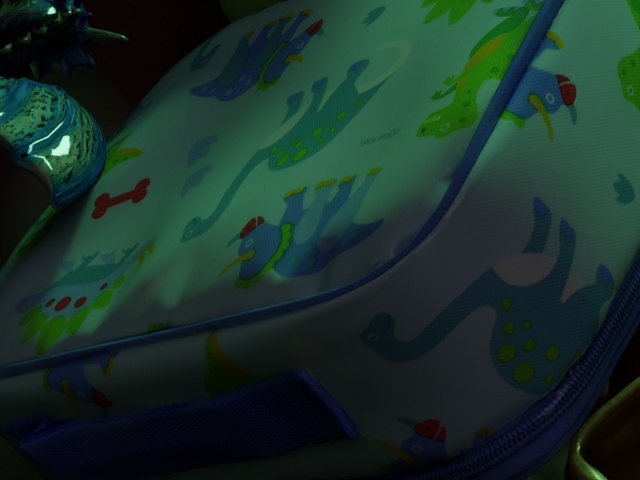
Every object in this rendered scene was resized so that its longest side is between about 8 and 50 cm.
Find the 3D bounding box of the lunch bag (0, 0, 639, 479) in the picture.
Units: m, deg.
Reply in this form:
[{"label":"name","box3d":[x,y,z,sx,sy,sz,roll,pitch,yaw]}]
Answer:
[{"label":"lunch bag","box3d":[0.000,0.000,0.512,0.090,0.219,0.176,50,49,-22]}]

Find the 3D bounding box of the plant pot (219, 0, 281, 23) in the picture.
[{"label":"plant pot","box3d":[0.035,-0.122,0.614,0.134,0.095,0.134,5,71,-16]}]

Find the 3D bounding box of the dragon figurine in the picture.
[{"label":"dragon figurine","box3d":[-0.120,-0.043,0.527,0.144,0.085,0.289,-25,23,-1]}]

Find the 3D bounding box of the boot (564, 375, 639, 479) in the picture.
[{"label":"boot","box3d":[0.199,0.087,0.502,0.295,0.211,0.104,-21,31,-23]}]
